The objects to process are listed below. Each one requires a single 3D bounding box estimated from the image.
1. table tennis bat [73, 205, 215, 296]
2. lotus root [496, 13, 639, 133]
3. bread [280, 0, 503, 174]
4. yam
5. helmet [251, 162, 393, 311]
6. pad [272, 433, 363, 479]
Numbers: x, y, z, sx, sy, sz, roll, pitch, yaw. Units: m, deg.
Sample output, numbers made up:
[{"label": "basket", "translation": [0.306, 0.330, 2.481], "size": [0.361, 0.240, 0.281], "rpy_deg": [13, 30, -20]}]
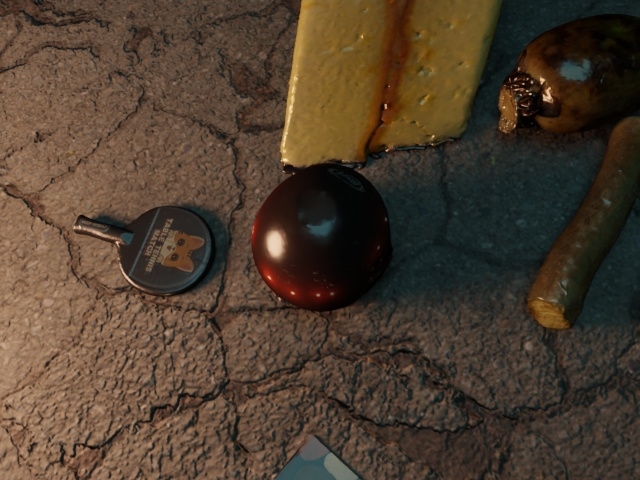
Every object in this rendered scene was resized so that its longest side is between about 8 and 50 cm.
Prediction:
[{"label": "table tennis bat", "translation": [-0.280, 0.005, 1.001], "size": [0.237, 0.027, 0.150], "rpy_deg": [16, 72, 10]}, {"label": "lotus root", "translation": [0.415, -0.259, 0.961], "size": [0.314, 0.141, 0.169], "rpy_deg": [-20, 65, -2]}, {"label": "bread", "translation": [0.123, -0.321, 1.054], "size": [0.346, 0.242, 0.404], "rpy_deg": [5, 112, 2]}, {"label": "yam", "translation": [0.400, -0.037, 0.914], "size": [0.081, 0.081, 0.356], "rpy_deg": [26, 73, 15]}, {"label": "helmet", "translation": [0.000, 0.000, 0.894], "size": [0.189, 0.193, 0.215], "rpy_deg": [35, 119, 18]}, {"label": "pad", "translation": [-0.031, 0.397, 0.829], "size": [0.158, 0.003, 0.235], "rpy_deg": [38, 78, 18]}]
